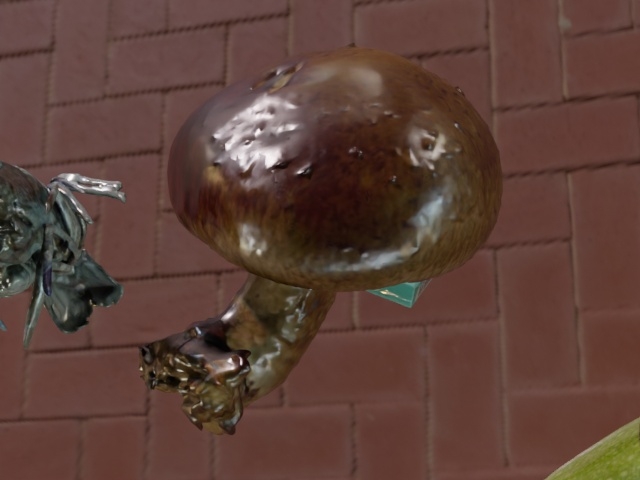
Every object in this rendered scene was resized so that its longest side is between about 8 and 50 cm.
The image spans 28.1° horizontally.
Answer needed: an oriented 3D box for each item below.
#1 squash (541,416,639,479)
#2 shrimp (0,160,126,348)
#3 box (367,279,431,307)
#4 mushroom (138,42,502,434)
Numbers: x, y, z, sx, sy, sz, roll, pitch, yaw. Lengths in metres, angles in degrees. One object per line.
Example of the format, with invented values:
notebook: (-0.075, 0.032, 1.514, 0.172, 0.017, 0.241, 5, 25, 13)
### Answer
squash: (0.257, 0.240, 1.058, 0.123, 0.170, 0.170, -26, 65, 20)
shrimp: (-0.278, 0.010, 1.202, 0.221, 0.410, 0.166, -35, 90, -6)
box: (0.092, -0.013, 1.635, 0.162, 0.041, 0.229, 21, 38, 18)
mushroom: (0.009, -0.006, 1.211, 0.334, 0.331, 0.356, -7, 89, -28)
